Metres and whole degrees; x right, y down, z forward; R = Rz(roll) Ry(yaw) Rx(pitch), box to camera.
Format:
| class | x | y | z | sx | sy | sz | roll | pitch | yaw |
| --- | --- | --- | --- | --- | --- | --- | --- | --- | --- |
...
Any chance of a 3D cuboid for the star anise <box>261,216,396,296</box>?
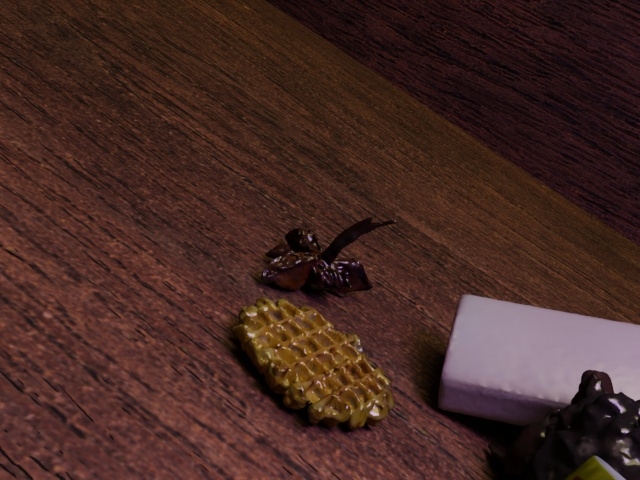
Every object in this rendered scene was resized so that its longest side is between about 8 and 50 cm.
| class | x | y | z | sx | sy | sz | roll | pitch | yaw |
| --- | --- | --- | --- | --- | --- | --- | --- | --- | --- |
| star anise | 0.010 | 0.003 | 0.989 | 0.141 | 0.144 | 0.158 | 25 | 21 | 9 |

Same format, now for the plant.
| class | x | y | z | sx | sy | sz | roll | pitch | yaw |
| --- | --- | --- | --- | --- | --- | --- | --- | --- | --- |
| plant | 0.286 | 0.244 | 0.751 | 0.178 | 0.204 | 0.234 | 34 | 24 | -13 |

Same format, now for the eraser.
| class | x | y | z | sx | sy | sz | roll | pitch | yaw |
| --- | --- | --- | --- | --- | --- | --- | --- | --- | --- |
| eraser | 0.285 | 0.153 | 0.925 | 0.270 | 0.094 | 0.174 | 10 | 33 | 13 |

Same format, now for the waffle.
| class | x | y | z | sx | sy | sz | roll | pitch | yaw |
| --- | --- | --- | --- | --- | --- | --- | --- | --- | --- |
| waffle | -0.006 | 0.126 | 0.826 | 0.191 | 0.038 | 0.191 | 26 | 22 | -11 |

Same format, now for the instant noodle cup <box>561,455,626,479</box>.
| class | x | y | z | sx | sy | sz | roll | pitch | yaw |
| --- | --- | --- | --- | --- | --- | --- | --- | --- | --- |
| instant noodle cup | 0.137 | 0.258 | 0.352 | 0.311 | 0.221 | 0.311 | 43 | 3 | -3 |
